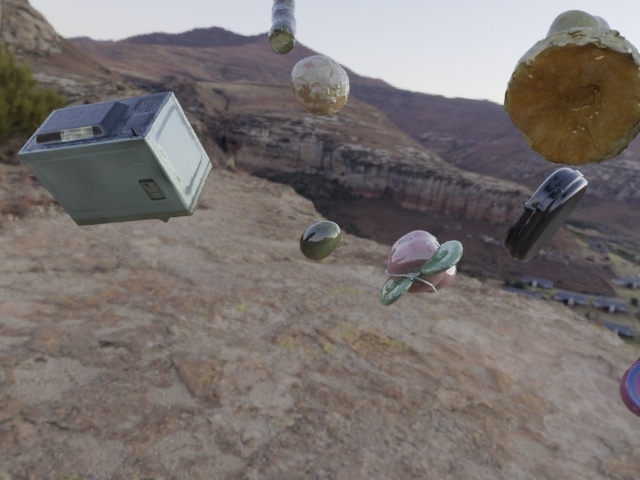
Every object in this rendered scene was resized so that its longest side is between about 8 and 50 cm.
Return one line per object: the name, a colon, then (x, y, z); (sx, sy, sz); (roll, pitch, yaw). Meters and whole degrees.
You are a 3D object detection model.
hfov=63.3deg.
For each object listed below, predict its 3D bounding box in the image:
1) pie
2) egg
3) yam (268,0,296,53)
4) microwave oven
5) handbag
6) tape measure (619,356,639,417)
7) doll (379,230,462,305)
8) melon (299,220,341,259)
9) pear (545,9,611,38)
pie: (0.591, -0.324, 1.206); (0.339, 0.339, 0.083); (16, 47, 29)
egg: (-0.005, -0.552, 1.852); (0.203, 0.203, 0.245); (-4, 43, -45)
yam: (-0.081, -0.478, 1.120); (0.061, 0.061, 0.253); (7, 42, -9)
microwave oven: (-0.498, -0.210, 1.316); (0.354, 0.286, 0.218); (-4, 47, 17)
handbag: (0.645, -0.072, 1.510); (0.253, 0.308, 0.093); (-18, 52, -45)
tape measure: (0.660, 0.296, 1.018); (0.125, 0.118, 0.074); (25, -15, 29)
doll: (0.303, 0.089, 1.531); (0.216, 0.284, 0.268); (50, 23, -8)
melon: (0.000, 0.000, 1.454); (0.130, 0.098, 0.098); (-34, -3, 21)
pear: (0.660, -0.505, 1.334); (0.167, 0.137, 0.167); (3, -32, 2)
